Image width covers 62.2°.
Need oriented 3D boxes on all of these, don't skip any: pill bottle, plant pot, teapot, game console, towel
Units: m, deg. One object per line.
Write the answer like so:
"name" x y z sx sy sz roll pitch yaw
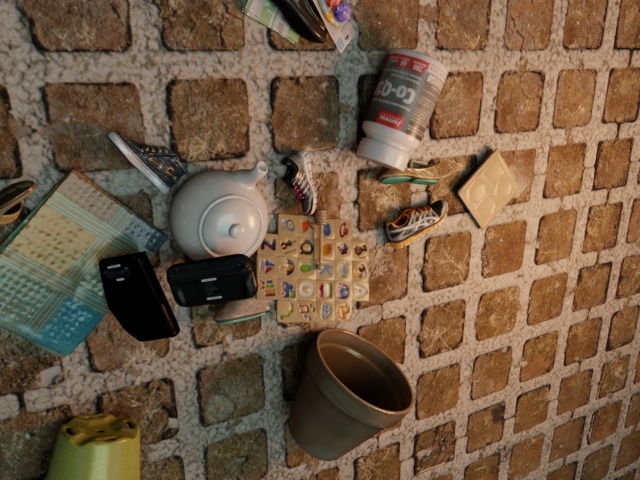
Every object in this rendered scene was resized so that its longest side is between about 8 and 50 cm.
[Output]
"pill bottle" 0.206 -0.334 1.384 0.161 0.161 0.283 17 98 -31
"plant pot" 0.054 0.459 1.513 0.323 0.323 0.280 22 112 -32
"teapot" -0.225 -0.036 1.240 0.253 0.187 0.255 -26 118 -18
"game console" -0.310 0.115 1.176 0.362 0.044 0.213 -9 116 14
"towel" -0.096 -0.546 1.234 0.152 0.023 0.113 22 96 -32
"towel" -0.561 0.059 1.182 0.271 0.040 0.370 42 83 -33
"plant pot" -0.533 0.562 1.253 0.276 0.276 0.253 8 91 -30

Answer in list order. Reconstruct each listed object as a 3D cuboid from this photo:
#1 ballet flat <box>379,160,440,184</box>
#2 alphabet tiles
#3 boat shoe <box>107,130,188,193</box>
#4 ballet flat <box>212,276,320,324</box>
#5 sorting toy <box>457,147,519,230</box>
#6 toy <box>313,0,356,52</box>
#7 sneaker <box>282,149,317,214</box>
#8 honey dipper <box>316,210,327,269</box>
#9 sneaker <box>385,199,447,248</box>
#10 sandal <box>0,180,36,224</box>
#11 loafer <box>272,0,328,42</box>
"ballet flat" 0.252 -0.196 1.522 0.206 0.073 0.067 -1 80 -31
"alphabet tiles" -0.013 0.077 1.429 0.343 0.011 0.284 5 80 -29
"boat shoe" -0.382 -0.192 1.181 0.083 0.065 0.183 -47 128 -9
"ballet flat" -0.140 0.145 1.411 0.316 0.108 0.106 -7 90 -31
"sorting toy" 0.535 -0.162 1.696 0.193 0.038 0.208 -47 126 -7
"toy" 0.026 -0.576 1.232 0.237 0.056 0.136 53 41 -27
"sneaker" -0.059 -0.145 1.367 0.075 0.063 0.170 -17 109 -23
"honey dipper" 0.000 0.000 1.427 0.031 0.030 0.160 6 83 -30
"sneaker" 0.285 -0.063 1.566 0.215 0.084 0.083 -35 114 -13
"sandal" -0.648 -0.056 1.081 0.180 0.072 0.049 -45 137 -6
"loafer" -0.051 -0.544 1.203 0.220 0.080 0.078 42 83 -34
